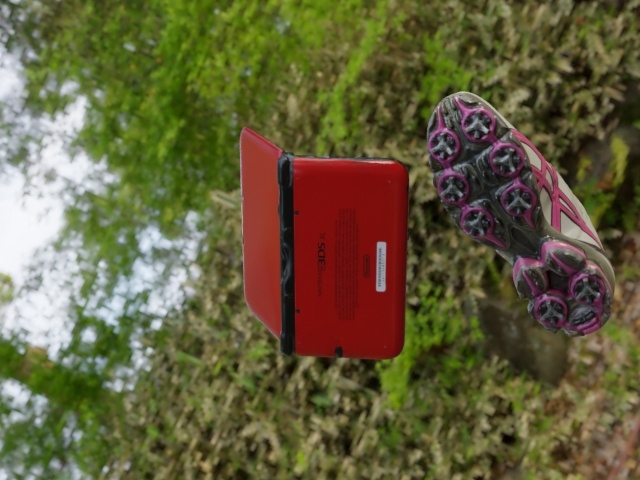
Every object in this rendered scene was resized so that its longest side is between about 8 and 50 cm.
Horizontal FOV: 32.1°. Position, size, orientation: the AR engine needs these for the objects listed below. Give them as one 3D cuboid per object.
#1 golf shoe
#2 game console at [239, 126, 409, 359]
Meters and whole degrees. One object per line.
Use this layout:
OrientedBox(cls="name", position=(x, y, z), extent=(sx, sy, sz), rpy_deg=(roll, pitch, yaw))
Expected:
OrientedBox(cls="golf shoe", position=(0.135, -0.024, 0.757), extent=(0.068, 0.186, 0.086), rpy_deg=(-28, 14, 27))
OrientedBox(cls="game console", position=(0.000, 0.000, 0.772), extent=(0.085, 0.124, 0.144), rpy_deg=(-75, -15, -67))
